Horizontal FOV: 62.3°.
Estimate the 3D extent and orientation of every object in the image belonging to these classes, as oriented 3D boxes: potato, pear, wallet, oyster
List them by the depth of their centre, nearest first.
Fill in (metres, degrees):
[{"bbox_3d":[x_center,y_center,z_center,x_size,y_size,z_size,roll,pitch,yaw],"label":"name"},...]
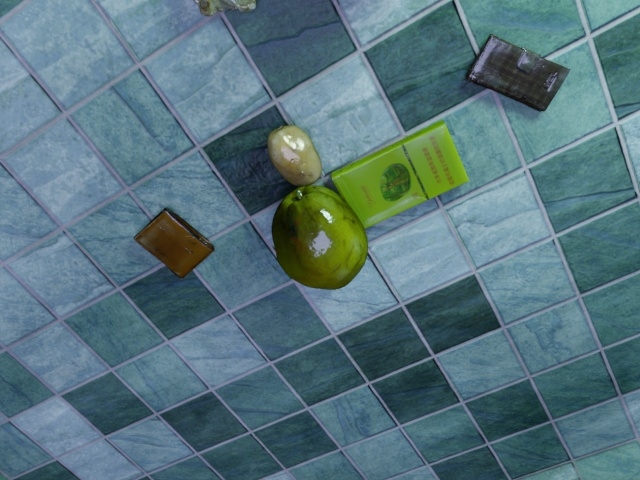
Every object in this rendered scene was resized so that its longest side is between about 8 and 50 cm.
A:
[{"bbox_3d":[-0.232,-0.592,1.209,0.191,0.081,0.163,18,114,-13],"label":"oyster"},{"bbox_3d":[0.492,-0.414,1.320,0.230,0.042,0.124,20,121,-9],"label":"wallet"},{"bbox_3d":[-0.066,-0.220,1.398,0.118,0.109,0.178,-37,120,-4],"label":"potato"},{"bbox_3d":[0.000,0.000,1.433,0.269,0.269,0.321,-17,125,10],"label":"pear"},{"bbox_3d":[-0.432,0.007,1.571,0.161,0.042,0.195,-37,115,24],"label":"wallet"}]

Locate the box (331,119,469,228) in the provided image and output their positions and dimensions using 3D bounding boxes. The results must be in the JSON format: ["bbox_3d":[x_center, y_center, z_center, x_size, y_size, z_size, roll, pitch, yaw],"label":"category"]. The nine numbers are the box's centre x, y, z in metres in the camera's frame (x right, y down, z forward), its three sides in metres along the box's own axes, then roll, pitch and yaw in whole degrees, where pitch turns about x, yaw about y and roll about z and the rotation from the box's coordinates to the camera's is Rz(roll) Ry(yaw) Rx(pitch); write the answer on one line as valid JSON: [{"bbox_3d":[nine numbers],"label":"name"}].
[{"bbox_3d":[0.217,-0.173,1.457,0.334,0.047,0.187,-25,116,13],"label":"box"}]
